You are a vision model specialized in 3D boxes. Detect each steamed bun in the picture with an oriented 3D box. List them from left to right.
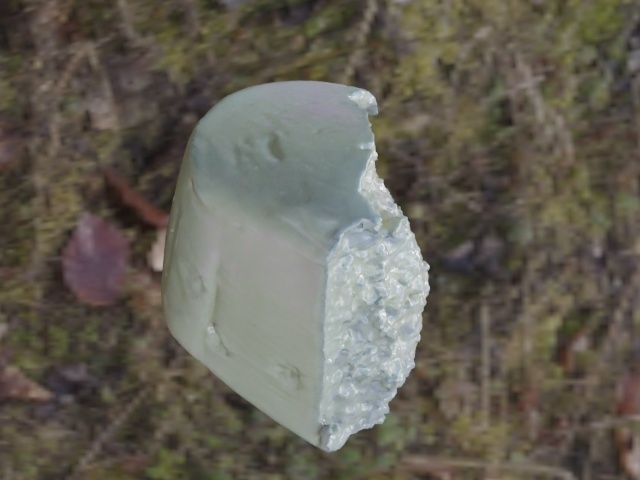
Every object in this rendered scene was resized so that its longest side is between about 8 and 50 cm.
[{"bbox_3d":[0.000,0.000,1.338,0.200,0.225,0.170,38,55,18],"label":"steamed bun"}]
